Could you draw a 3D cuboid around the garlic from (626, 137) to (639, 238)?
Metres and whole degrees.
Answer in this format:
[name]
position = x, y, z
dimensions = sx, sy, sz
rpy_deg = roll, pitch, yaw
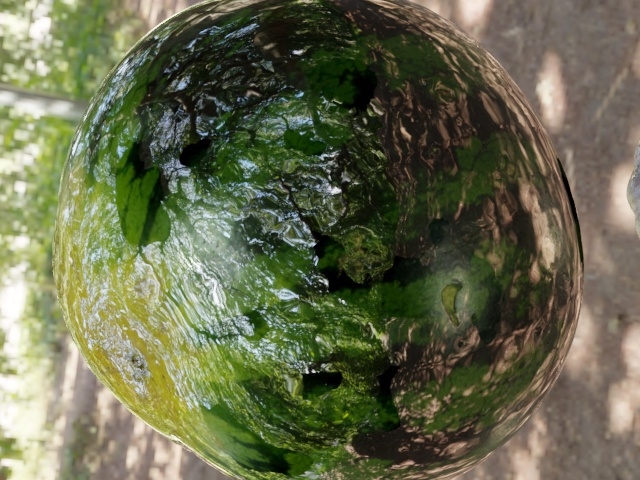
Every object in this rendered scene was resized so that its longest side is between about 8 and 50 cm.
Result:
[garlic]
position = 0.319, -0.048, 0.992
dimensions = 0.159, 0.147, 0.102
rpy_deg = -53, -26, -4

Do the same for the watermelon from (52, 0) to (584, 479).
[watermelon]
position = -0.005, 0.000, 0.617
dimensions = 0.269, 0.268, 0.269
rpy_deg = -172, 90, -73
